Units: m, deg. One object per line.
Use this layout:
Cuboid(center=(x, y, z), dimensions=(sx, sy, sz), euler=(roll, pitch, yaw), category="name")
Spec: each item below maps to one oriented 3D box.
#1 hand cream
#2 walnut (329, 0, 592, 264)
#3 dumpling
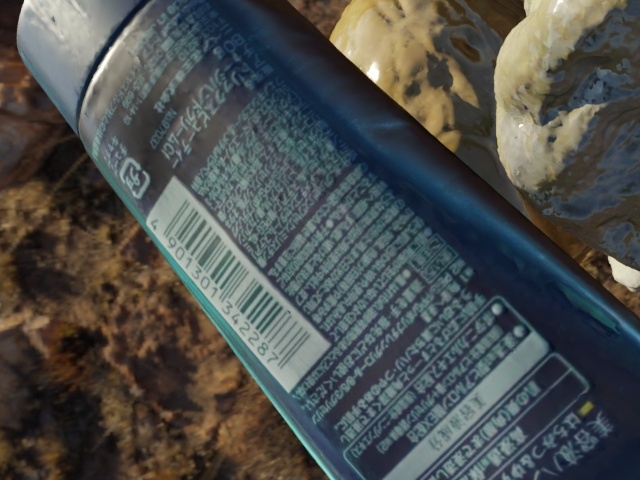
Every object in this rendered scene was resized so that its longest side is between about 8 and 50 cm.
Cuboid(center=(0.000, 0.000, 0.366), dimensions=(0.270, 0.061, 0.120), euler=(49, 115, 19), category="hand cream")
Cuboid(center=(0.128, -0.095, 1.021), dimensions=(0.252, 0.277, 0.313), euler=(-42, 74, 29), category="walnut")
Cuboid(center=(0.143, -0.101, 0.592), dimensions=(0.166, 0.086, 0.332), euler=(43, 152, 29), category="dumpling")
